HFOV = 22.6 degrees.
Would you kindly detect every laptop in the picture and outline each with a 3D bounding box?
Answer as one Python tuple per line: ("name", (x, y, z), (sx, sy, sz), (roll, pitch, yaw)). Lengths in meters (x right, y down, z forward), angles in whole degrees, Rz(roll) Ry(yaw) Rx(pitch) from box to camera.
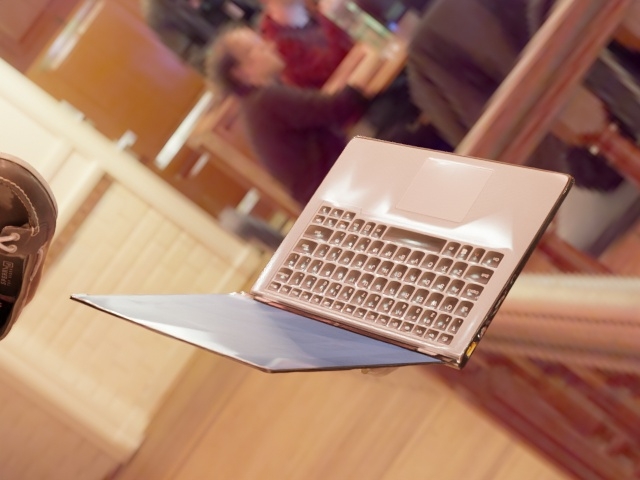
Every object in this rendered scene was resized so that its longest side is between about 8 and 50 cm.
("laptop", (0.000, 0.000, 1.821), (0.382, 0.236, 0.408), (15, 66, 49))

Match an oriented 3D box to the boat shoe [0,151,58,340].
("boat shoe", (-0.371, 0.018, 1.860), (0.335, 0.112, 0.095), (111, 171, -60))

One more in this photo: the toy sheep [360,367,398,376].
("toy sheep", (0.077, 0.132, 2.085), (0.091, 0.091, 0.132), (-43, 2, 41))
